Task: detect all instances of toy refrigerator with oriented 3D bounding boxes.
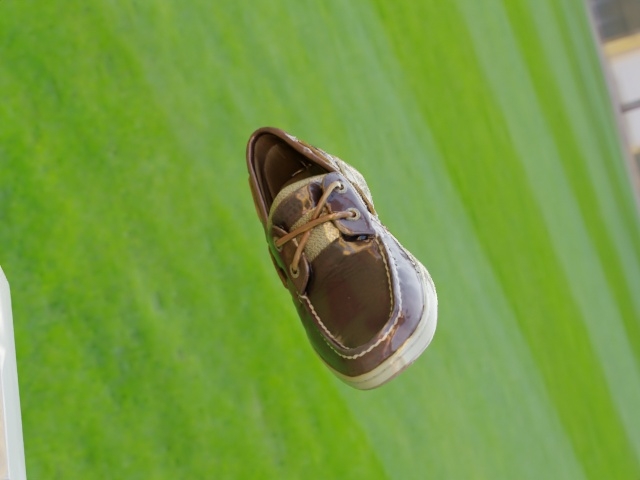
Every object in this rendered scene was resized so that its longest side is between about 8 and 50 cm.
[{"bbox_3d":[-0.369,0.150,1.673,0.094,0.102,0.270,81,-3,-59],"label":"toy refrigerator"}]

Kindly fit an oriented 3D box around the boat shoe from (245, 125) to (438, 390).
[{"bbox_3d":[0.000,0.000,1.428,0.123,0.123,0.342,43,15,-32],"label":"boat shoe"}]
